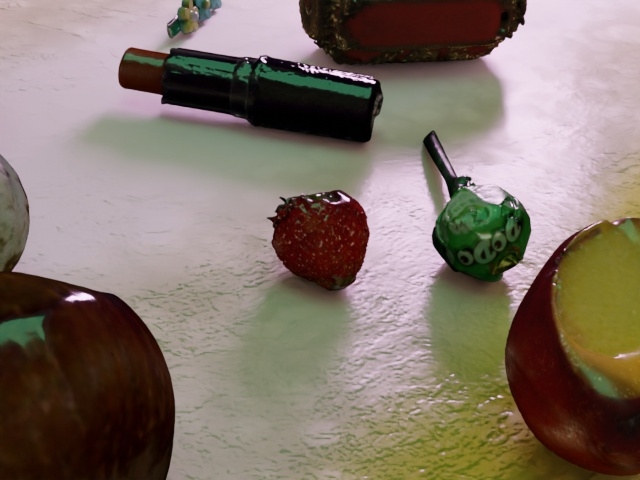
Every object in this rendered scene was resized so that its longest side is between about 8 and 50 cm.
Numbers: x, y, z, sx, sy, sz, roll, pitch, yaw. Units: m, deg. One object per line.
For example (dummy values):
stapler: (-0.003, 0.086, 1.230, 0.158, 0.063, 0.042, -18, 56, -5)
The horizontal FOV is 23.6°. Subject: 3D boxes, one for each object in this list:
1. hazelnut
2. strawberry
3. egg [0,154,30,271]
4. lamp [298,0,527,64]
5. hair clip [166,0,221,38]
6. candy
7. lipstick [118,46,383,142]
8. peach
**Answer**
hazelnut: (-0.206, 0.129, 1.101, 0.234, 0.218, 0.218, -22, 41, -37)
strawberry: (0.001, 0.000, 1.454, 0.106, 0.106, 0.106, 4, 32, -2)
egg: (-0.363, -0.017, 1.334, 0.231, 0.169, 0.169, -3, 29, -44)
lamp: (0.113, -0.301, 1.881, 0.274, 0.177, 0.177, -6, 33, -13)
hair clip: (-0.157, -0.302, 1.949, 0.049, 0.049, 0.173, 10, 31, 8)
candy: (0.143, -0.057, 1.584, 0.097, 0.097, 0.323, 0, 25, -8)
lipstick: (-0.080, -0.170, 1.714, 0.299, 0.081, 0.081, 12, 32, 8)
peach: (0.229, 0.101, 1.257, 0.158, 0.154, 0.267, 19, 43, 5)
